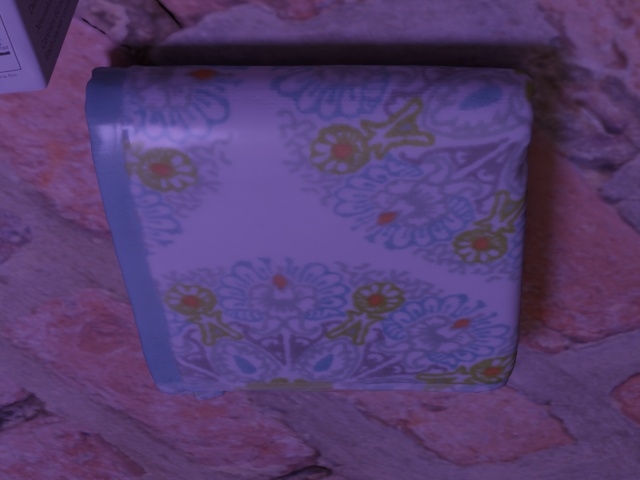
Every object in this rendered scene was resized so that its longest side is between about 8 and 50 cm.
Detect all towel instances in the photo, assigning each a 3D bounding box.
[{"bbox_3d":[0.000,0.000,1.213,0.320,0.090,0.374,-2,142,3],"label":"towel"}]

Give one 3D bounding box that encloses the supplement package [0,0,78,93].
[{"bbox_3d":[-0.252,-0.231,0.806,0.198,0.199,0.263,-5,132,11],"label":"supplement package"}]
